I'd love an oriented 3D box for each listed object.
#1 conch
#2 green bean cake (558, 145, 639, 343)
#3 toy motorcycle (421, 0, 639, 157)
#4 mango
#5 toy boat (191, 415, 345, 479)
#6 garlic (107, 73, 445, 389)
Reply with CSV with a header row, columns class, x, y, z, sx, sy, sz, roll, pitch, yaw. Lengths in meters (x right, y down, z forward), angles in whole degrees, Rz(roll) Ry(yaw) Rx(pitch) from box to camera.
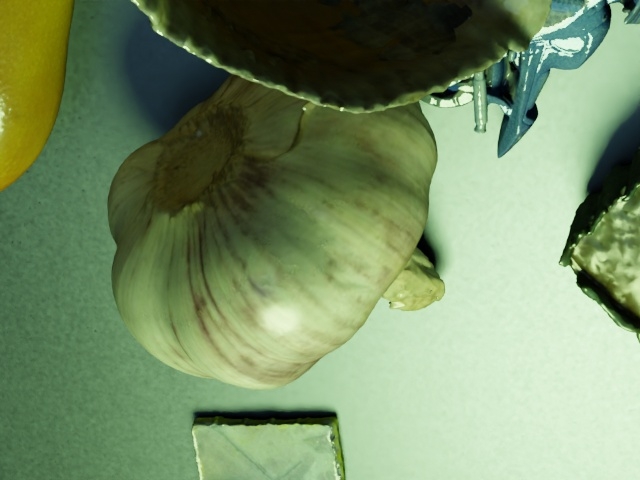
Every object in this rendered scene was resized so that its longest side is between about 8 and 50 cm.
class,x,y,z,sx,sy,sz,roll,pitch,yaw
conch,0.007,-0.227,1.007,0.352,0.210,0.297,-21,104,-14
green bean cake,0.272,0.004,1.137,0.181,0.094,0.173,40,116,-6
toy motorcycle,0.143,-0.149,1.115,0.114,0.076,0.205,35,119,-11
mango,-0.238,-0.119,1.199,0.138,0.113,0.253,35,111,1
toy boat,-0.039,0.163,1.332,0.115,0.016,0.063,-1,115,15
garlic,0.000,0.000,1.160,0.245,0.245,0.253,-35,134,25
